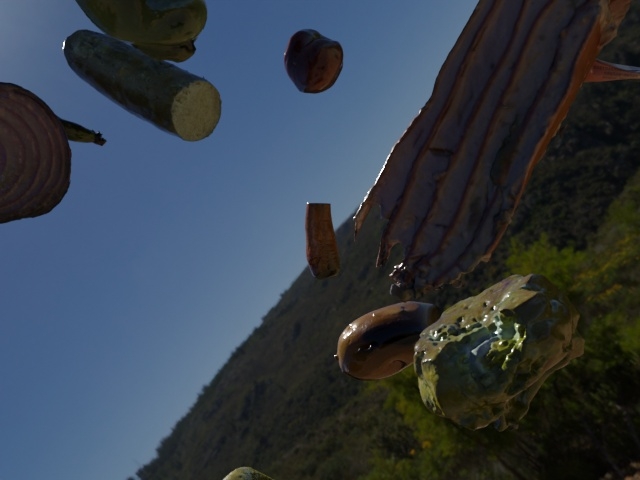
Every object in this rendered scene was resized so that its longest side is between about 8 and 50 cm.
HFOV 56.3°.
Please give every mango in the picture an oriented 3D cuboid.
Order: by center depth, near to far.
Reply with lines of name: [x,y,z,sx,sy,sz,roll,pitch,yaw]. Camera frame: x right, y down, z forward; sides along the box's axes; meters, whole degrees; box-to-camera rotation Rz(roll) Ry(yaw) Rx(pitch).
mango: [0.171,0.249,1.469,0.287,0.201,0.153,-24,45,16]

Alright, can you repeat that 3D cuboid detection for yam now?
yam: [-0.359,-0.317,1.177,0.133,0.330,0.133,-58,-8,-14]

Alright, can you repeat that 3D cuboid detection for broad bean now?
broad bean: [-0.277,-0.371,0.911,0.169,0.228,0.100,-42,13,-21]
broad bean: [-0.561,-0.246,1.156,0.043,0.297,0.060,-41,35,36]

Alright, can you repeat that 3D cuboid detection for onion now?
onion: [-0.556,-0.167,1.084,0.247,0.250,0.111,-10,14,6]

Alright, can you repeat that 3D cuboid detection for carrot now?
carrot: [0.000,0.000,1.493,0.087,0.194,0.087,-10,-1,0]

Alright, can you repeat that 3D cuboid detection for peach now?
peach: [-0.018,-0.427,1.448,0.152,0.152,0.152,-52,-5,-6]

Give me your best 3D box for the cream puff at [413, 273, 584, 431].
cream puff: [0.275,0.181,0.902,0.281,0.185,0.282,-32,4,2]

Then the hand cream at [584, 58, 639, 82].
hand cream: [0.399,-0.219,0.780,0.052,0.216,0.038,-107,21,-49]

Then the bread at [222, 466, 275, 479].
bread: [-0.097,0.498,0.952,0.148,0.270,0.270,-47,-5,5]

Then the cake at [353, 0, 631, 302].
cake: [0.125,-0.086,0.423,0.287,0.098,0.135,-58,-15,8]
